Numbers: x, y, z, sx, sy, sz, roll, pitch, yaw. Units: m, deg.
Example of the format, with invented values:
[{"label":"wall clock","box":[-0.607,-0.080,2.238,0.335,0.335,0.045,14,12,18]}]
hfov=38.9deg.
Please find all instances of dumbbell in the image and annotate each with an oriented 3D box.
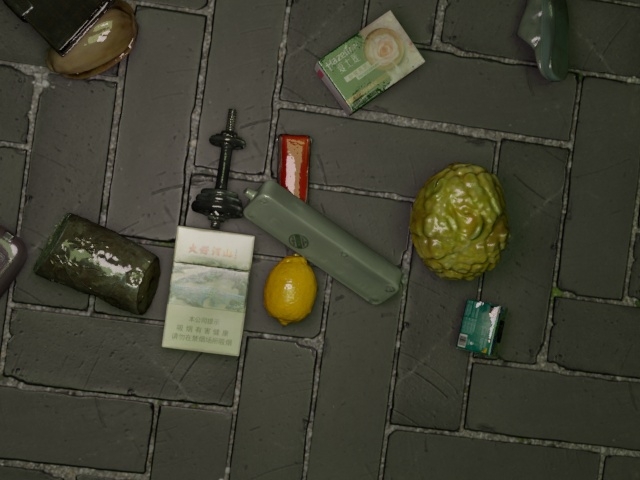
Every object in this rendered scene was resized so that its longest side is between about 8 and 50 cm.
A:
[{"label":"dumbbell","box":[-0.202,-0.150,1.895,0.110,0.110,0.255,9,85,-6]}]

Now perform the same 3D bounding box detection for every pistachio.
[{"label":"pistachio","box":[-0.465,-0.408,1.849,0.206,0.129,0.131,-31,78,3]}]

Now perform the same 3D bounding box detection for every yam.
[{"label":"yam","box":[-0.453,0.046,1.850,0.254,0.154,0.154,25,88,-3]}]

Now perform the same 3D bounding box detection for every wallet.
[{"label":"wallet","box":[-0.557,-0.518,1.818,0.317,0.044,0.169,43,90,20]}]

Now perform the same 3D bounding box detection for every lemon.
[{"label":"lemon","box":[-0.062,0.103,1.905,0.114,0.114,0.155,14,86,-6]}]

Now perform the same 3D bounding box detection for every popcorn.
[{"label":"popcorn","box":[0.293,-0.052,1.907,0.205,0.252,0.237,-11,128,17]}]

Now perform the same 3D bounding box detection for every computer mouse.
[{"label":"computer mouse","box":[-0.704,0.074,1.866,0.120,0.057,0.232,37,90,-5]}]

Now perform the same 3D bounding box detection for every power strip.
[{"label":"power strip","box":[0.000,0.000,1.886,0.385,0.091,0.062,35,45,-16]}]

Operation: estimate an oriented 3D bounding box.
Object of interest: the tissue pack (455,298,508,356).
[{"label":"tissue pack","box":[0.355,0.191,1.970,0.085,0.079,0.111,12,88,29]}]

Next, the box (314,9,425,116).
[{"label":"box","box":[0.104,-0.375,1.932,0.199,0.081,0.135,-36,94,-6]}]

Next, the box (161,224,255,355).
[{"label":"box","box":[-0.235,0.105,1.908,0.164,0.069,0.257,7,90,-6]}]

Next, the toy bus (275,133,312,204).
[{"label":"toy bus","box":[-0.057,-0.141,1.919,0.079,0.077,0.174,2,90,-5]}]

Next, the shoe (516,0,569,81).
[{"label":"shoe","box":[0.480,-0.459,1.969,0.100,0.103,0.251,-10,75,37]}]
